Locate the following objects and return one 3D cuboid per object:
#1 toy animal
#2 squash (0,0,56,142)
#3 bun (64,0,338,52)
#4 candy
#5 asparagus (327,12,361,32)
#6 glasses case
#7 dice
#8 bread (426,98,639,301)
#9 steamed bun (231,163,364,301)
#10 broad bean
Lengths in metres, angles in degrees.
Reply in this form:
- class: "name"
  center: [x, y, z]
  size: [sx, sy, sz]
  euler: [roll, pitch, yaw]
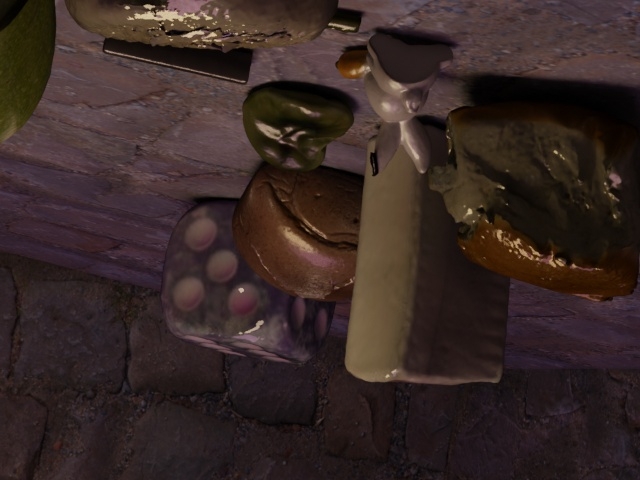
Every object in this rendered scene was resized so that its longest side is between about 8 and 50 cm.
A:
- class: "toy animal"
  center: [0.081, -0.167, 1.727]
  size: [0.131, 0.127, 0.182]
  euler: [5, 158, -3]
- class: "squash"
  center: [-0.392, -0.243, 1.420]
  size: [0.263, 0.263, 0.384]
  euler: [12, 168, -8]
- class: "bun"
  center: [-0.105, -0.257, 1.342]
  size: [0.272, 0.168, 0.273]
  euler: [4, 180, 0]
- class: "candy"
  center: [0.155, 0.028, 2.031]
  size: [0.208, 0.359, 0.145]
  euler: [11, 171, -39]
- class: "asparagus"
  center: [-0.075, -0.263, 1.635]
  size: [0.248, 0.025, 0.024]
  euler: [9, -149, 7]
- class: "glasses case"
  center: [-0.181, -0.234, 1.826]
  size: [0.190, 0.042, 0.072]
  euler: [12, 176, -7]
- class: "dice"
  center: [-0.131, 0.082, 2.776]
  size: [0.270, 0.271, 0.270]
  euler: [6, 168, 24]
- class: "bread"
  center: [0.276, -0.059, 1.801]
  size: [0.279, 0.225, 0.250]
  euler: [11, 171, 17]
- class: "steamed bun"
  center: [0.000, 0.000, 2.428]
  size: [0.301, 0.199, 0.251]
  euler: [15, 168, -16]
- class: "broad bean"
  center: [-0.034, -0.166, 2.003]
  size: [0.153, 0.072, 0.207]
  euler: [9, 158, -6]
